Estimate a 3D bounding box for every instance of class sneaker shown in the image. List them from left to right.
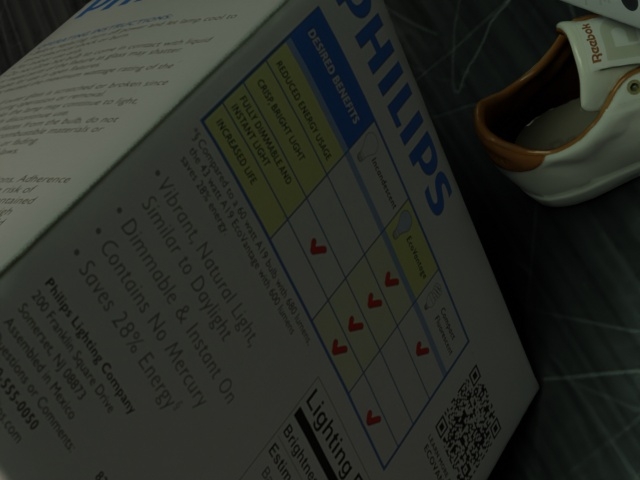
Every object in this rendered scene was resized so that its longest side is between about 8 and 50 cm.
[{"bbox_3d":[0.231,-0.114,0.781,0.290,0.123,0.106,-30,56,25],"label":"sneaker"}]

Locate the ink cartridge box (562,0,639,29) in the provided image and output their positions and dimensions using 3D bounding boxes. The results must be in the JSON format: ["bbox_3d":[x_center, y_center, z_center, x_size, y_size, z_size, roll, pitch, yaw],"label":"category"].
[{"bbox_3d":[0.246,-0.209,0.776,0.206,0.045,0.208,-36,42,-16],"label":"ink cartridge box"}]

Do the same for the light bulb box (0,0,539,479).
[{"bbox_3d":[-0.084,0.075,0.725,0.225,0.358,0.361,0,37,39],"label":"light bulb box"}]
